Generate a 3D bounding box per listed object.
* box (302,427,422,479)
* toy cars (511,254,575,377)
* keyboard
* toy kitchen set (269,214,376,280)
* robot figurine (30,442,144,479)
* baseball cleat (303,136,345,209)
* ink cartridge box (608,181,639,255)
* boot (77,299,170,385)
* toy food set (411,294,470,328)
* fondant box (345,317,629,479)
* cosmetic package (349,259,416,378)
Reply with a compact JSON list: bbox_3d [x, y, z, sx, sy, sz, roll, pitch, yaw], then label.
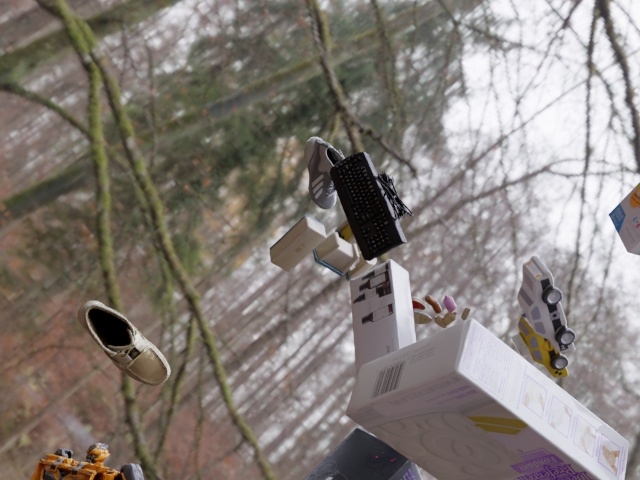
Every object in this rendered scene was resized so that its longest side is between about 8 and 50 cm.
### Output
[{"bbox_3d":[0.057,0.521,1.671,0.165,0.270,0.143,16,-44,47],"label":"box"},{"bbox_3d":[0.431,0.170,1.724,0.393,0.087,0.176,61,6,-65],"label":"toy cars"},{"bbox_3d":[0.078,-0.068,1.369,0.038,0.100,0.192,41,23,-57],"label":"keyboard"},{"bbox_3d":[0.000,0.000,1.867,0.207,0.122,0.166,31,30,-32],"label":"toy kitchen set"},{"bbox_3d":[-0.322,0.398,1.078,0.211,0.291,0.085,0,-19,34],"label":"robot figurine"},{"bbox_3d":[0.017,-0.139,1.971,0.109,0.072,0.206,27,-31,38],"label":"baseball cleat"},{"bbox_3d":[0.629,-0.067,1.596,0.181,0.062,0.104,-55,-148,37],"label":"ink cartridge box"},{"bbox_3d":[-0.352,0.193,1.571,0.213,0.077,0.165,46,-16,-11],"label":"boot"},{"bbox_3d":[0.214,0.128,1.613,0.122,0.019,0.078,12,-51,-2],"label":"toy food set"},{"bbox_3d":[0.238,0.271,1.241,0.330,0.096,0.238,37,-41,-18],"label":"fondant box"},{"bbox_3d":[0.109,0.157,1.505,0.099,0.239,0.060,-30,-46,30],"label":"cosmetic package"}]
